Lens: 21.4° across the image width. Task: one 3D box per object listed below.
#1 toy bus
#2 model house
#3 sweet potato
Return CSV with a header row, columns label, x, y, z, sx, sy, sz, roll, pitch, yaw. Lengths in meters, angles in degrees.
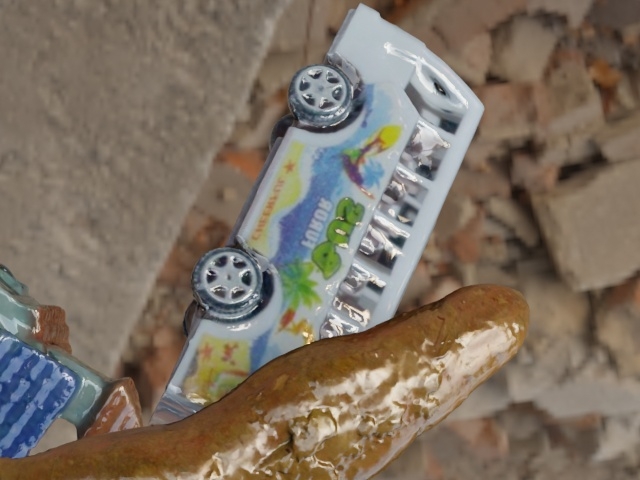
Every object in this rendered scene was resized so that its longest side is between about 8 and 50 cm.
label,x,y,z,sx,sy,sz,roll,pitch,yaw
toy bus,0.000,0.000,1.182,0.136,0.330,0.109,26,157,0
model house,-0.334,0.139,1.615,0.329,0.252,0.295,32,176,-1
sweet potato,-0.026,0.124,1.028,0.354,0.106,0.095,-19,163,-7
